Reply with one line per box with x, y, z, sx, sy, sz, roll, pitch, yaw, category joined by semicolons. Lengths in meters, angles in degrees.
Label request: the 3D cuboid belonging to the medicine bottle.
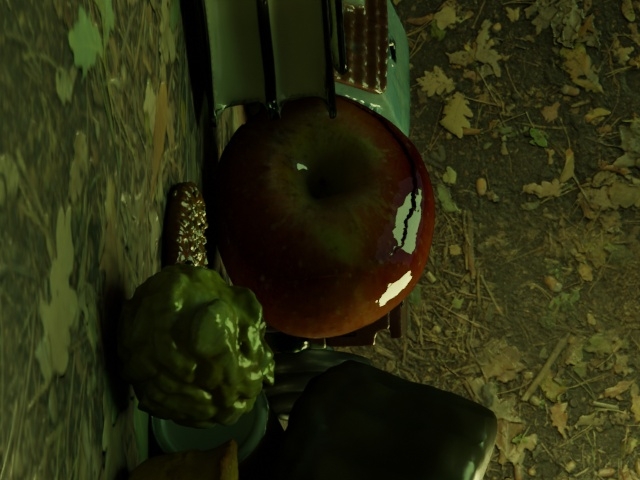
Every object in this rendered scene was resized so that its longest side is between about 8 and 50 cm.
-0.074;0.202;1.105;0.426;0.108;0.108;76;12;-69;medicine bottle

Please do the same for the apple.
0.003;-0.027;1.336;0.206;0.252;0.271;89;-25;-63;apple

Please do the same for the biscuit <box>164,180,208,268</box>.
-0.117;0.039;1.049;0.126;0.025;0.206;78;10;-76;biscuit

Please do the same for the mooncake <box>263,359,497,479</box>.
0.030;0.249;0.986;0.290;0.161;0.290;19;90;-79;mooncake

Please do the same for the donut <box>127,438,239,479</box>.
-0.097;0.230;0.803;0.174;0.075;0.190;-89;180;-74;donut

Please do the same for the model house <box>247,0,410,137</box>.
-0.008;-0.282;1.700;0.329;0.252;0.294;67;22;-68;model house

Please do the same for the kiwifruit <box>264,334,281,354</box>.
-0.062;0.135;1.789;0.075;0.075;0.124;-89;180;-57;kiwifruit

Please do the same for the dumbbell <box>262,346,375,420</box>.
-0.007;0.320;1.637;0.179;0.179;0.406;81;7;-70;dumbbell

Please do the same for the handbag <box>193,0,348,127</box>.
-0.061;-0.325;1.231;0.236;0.160;0.358;-102;-174;-53;handbag

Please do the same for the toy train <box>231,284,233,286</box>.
-0.093;0.079;1.423;0.103;0.044;0.064;88;-3;-78;toy train

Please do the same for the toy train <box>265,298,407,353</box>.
0.000;0.000;1.573;0.150;0.222;0.304;-74;160;-77;toy train

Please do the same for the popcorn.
-0.085;0.068;0.812;0.121;0.116;0.106;36;23;-30;popcorn
